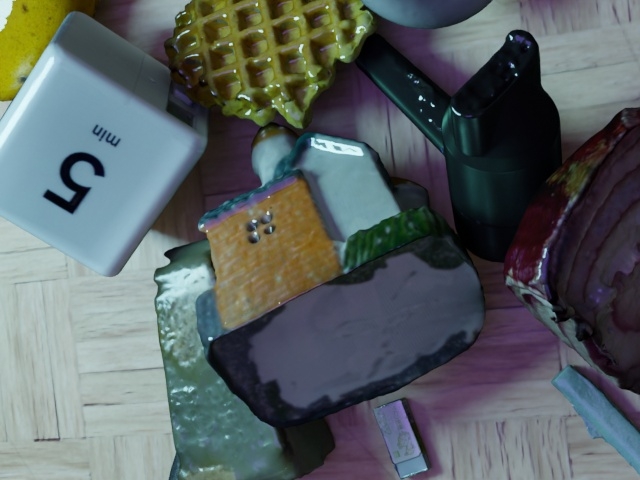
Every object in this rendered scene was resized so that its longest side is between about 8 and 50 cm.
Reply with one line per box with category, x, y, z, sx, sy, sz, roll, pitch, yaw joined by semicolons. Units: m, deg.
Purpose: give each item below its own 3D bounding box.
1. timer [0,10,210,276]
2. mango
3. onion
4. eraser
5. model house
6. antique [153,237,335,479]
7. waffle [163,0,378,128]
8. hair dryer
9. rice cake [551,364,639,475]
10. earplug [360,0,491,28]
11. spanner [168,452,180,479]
timer;-0.251;-0.109;1.379;0.194;0.192;0.195;33;107;-15
mango;-0.351;-0.308;1.465;0.191;0.160;0.290;4;99;14
onion;0.286;-0.017;1.176;0.146;0.314;0.280;22;76;45
eraser;0.091;0.218;1.377;0.038;0.019;0.083;-23;84;20
model house;0.000;0.000;1.315;0.271;0.190;0.301;-27;50;8
antique;-0.101;0.136;1.396;0.150;0.125;0.284;-16;87;21
waffle;-0.050;-0.238;1.363;0.243;0.059;0.237;22;78;30
hair dryer;0.119;-0.144;1.245;0.116;0.244;0.302;-36;57;-13
rice cake;0.307;0.202;1.279;0.042;0.030;0.180;-45;76;5
earplug;0.054;-0.355;1.264;0.325;0.175;0.214;39;79;8
spanner;-0.174;0.295;1.494;0.054;0.015;0.254;20;100;19
